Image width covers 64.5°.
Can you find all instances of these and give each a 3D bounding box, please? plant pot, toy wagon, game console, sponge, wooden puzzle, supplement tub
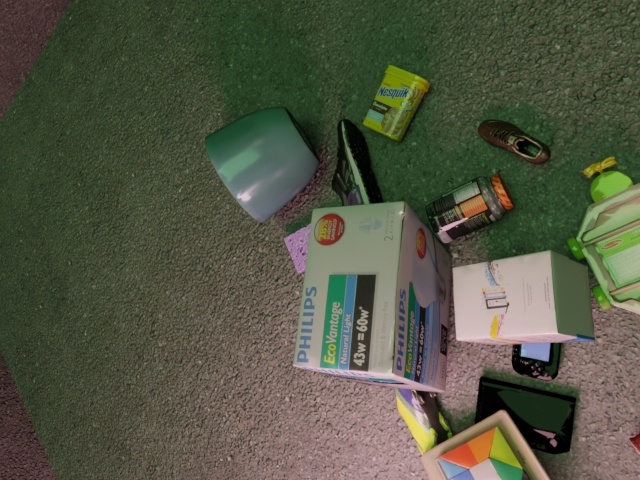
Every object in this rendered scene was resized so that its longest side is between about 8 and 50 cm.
[{"bbox_3d":[-0.145,-0.238,1.439,0.235,0.293,0.293,-33,72,9],"label":"plant pot"},{"bbox_3d":[0.678,-0.017,1.083,0.267,0.068,0.345,-28,74,25],"label":"toy wagon"},{"bbox_3d":[0.485,0.298,1.187,0.213,0.044,0.362,6,90,29],"label":"game console"},{"bbox_3d":[0.000,0.000,1.478,0.210,0.031,0.117,-29,74,25],"label":"sponge"},{"bbox_3d":[0.367,0.526,1.125,0.238,0.044,0.221,-35,49,9],"label":"wooden puzzle"},{"bbox_3d":[0.362,-0.080,1.233,0.190,0.117,0.117,-26,75,25],"label":"supplement tub"}]

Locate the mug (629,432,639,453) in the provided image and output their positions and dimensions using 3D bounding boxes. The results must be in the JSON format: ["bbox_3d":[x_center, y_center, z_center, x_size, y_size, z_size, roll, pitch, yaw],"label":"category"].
[{"bbox_3d":[0.743,0.404,1.021,0.169,0.150,0.113,-47,31,14],"label":"mug"}]

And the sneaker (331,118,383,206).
[{"bbox_3d":[0.071,-0.194,1.412,0.124,0.107,0.284,-21,78,33],"label":"sneaker"}]

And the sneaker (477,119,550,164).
[{"bbox_3d":[0.460,-0.245,1.212,0.188,0.071,0.066,33,103,26],"label":"sneaker"}]

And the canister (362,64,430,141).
[{"bbox_3d":[0.201,-0.366,1.363,0.126,0.073,0.170,32,104,27],"label":"canister"}]

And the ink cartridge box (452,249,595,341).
[{"bbox_3d":[0.434,0.135,1.102,0.232,0.171,0.169,-16,66,48],"label":"ink cartridge box"}]

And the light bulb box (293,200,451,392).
[{"bbox_3d":[0.140,0.143,1.160,0.225,0.361,0.358,-3,70,29],"label":"light bulb box"}]

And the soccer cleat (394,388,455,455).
[{"bbox_3d":[0.261,0.469,1.294,0.121,0.093,0.289,-28,77,57],"label":"soccer cleat"}]
